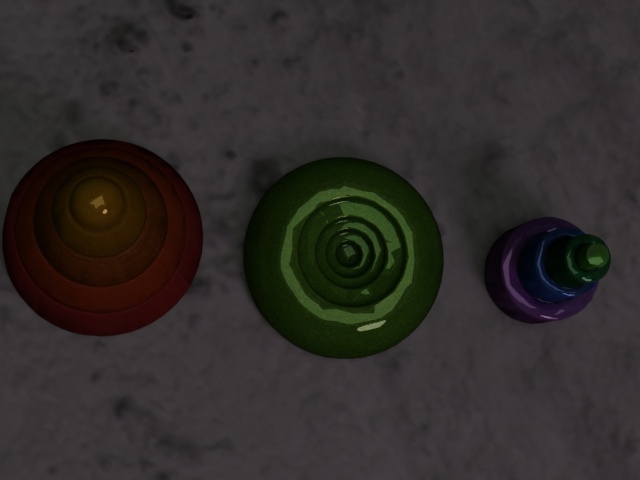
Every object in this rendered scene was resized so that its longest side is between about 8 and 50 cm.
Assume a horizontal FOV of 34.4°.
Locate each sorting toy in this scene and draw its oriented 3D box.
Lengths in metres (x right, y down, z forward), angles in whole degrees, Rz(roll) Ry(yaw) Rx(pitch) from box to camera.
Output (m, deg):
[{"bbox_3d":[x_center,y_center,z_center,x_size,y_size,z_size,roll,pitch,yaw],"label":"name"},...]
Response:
[{"bbox_3d":[0.000,0.000,0.590,0.365,0.126,0.127,5,81,-9],"label":"sorting toy"}]
